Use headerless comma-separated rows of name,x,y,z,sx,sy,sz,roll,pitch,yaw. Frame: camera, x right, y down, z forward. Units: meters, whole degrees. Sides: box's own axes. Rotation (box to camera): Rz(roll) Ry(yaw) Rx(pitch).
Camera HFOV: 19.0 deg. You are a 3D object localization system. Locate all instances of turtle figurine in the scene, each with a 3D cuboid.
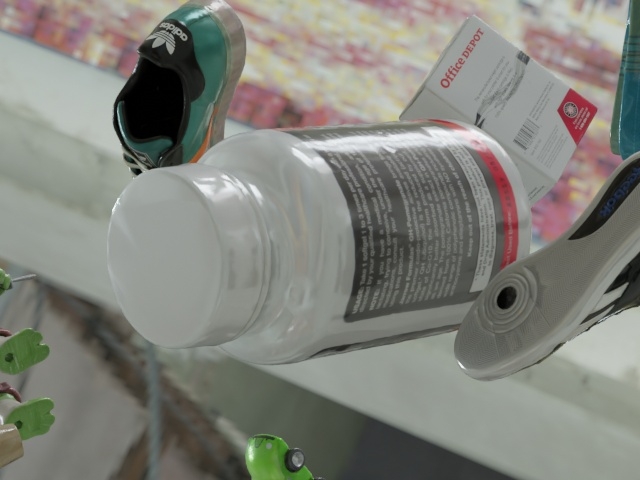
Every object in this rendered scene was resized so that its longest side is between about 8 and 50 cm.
turtle figurine,-0.395,0.142,2.410,0.274,0.266,0.198,25,-92,-37

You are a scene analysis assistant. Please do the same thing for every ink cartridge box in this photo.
ink cartridge box,0.163,-0.117,1.753,0.109,0.150,0.063,-56,4,-35

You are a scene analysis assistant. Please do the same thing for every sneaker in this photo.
sneaker,0.208,0.041,1.386,0.217,0.079,0.121,-44,-46,14
sneaker,-0.156,-0.095,1.888,0.121,0.108,0.302,-35,-35,-43

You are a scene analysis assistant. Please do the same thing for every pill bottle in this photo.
pill bottle,0.000,0.000,1.459,0.318,0.176,0.176,-7,-60,-45

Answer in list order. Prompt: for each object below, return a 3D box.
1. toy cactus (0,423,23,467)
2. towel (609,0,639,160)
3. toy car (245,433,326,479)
toy cactus,-0.365,0.222,1.793,0.180,0.112,0.219,-17,-23,-21
towel,0.479,-0.192,1.916,0.040,0.370,0.272,3,-85,-61
toy car,-0.006,0.278,1.857,0.225,0.239,0.053,52,-126,-26
